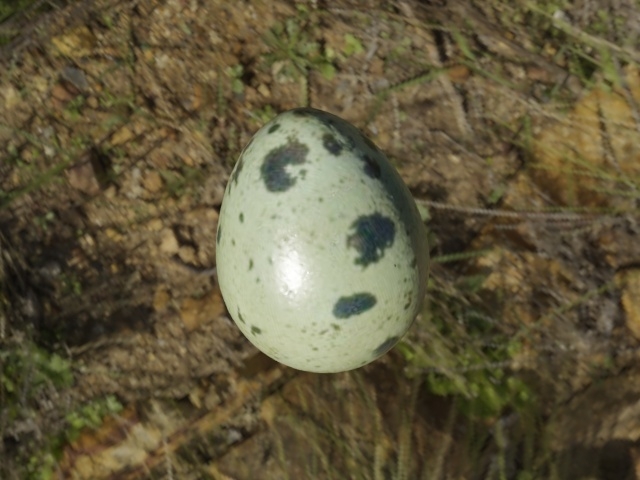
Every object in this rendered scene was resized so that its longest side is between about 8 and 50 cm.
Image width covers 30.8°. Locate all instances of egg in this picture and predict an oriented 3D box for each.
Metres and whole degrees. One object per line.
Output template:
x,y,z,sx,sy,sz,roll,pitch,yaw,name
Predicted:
0.000,0.000,0.955,0.177,0.177,0.228,-18,118,-21,egg
